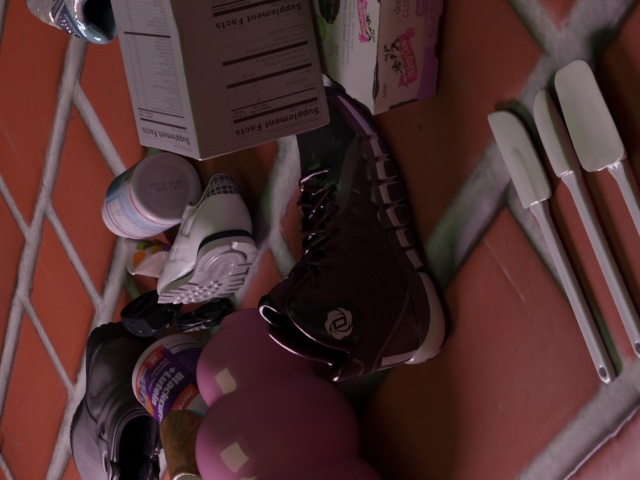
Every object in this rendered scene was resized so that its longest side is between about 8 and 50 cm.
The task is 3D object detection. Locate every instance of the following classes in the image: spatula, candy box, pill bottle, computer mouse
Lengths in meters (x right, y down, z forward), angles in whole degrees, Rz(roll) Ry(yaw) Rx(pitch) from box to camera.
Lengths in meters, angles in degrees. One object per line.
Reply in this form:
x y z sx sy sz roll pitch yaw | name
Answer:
0.212 -0.009 1.237 0.168 0.019 0.242 -29 82 62 | spatula
0.024 -0.230 1.381 0.196 0.070 0.165 45 143 41 | candy box
-0.209 -0.049 1.914 0.160 0.087 0.087 -21 89 64 | pill bottle
-0.177 0.097 1.987 0.242 0.071 0.041 1 126 57 | computer mouse
-0.140 0.202 1.929 0.193 0.108 0.108 36 138 47 | pill bottle

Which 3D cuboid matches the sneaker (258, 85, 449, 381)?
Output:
0.000 0.000 1.475 0.281 0.162 0.106 67 153 7 | sneaker

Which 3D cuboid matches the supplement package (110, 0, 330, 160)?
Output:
-0.098 -0.208 1.397 0.139 0.134 0.244 19 122 59 | supplement package

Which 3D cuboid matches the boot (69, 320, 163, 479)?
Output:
-0.274 0.298 2.161 0.223 0.118 0.338 -110 17 -48 | boot

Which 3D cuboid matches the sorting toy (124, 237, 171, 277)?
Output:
-0.207 0.016 1.976 0.075 0.083 0.045 36 108 49 | sorting toy

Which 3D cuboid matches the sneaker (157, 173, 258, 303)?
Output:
-0.134 0.008 1.836 0.235 0.090 0.095 -43 57 57 | sneaker

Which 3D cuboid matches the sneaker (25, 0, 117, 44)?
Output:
-0.261 -0.349 1.829 0.122 0.110 0.283 36 143 22 | sneaker

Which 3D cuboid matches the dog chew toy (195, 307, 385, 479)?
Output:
-0.038 0.233 1.679 0.206 0.206 0.332 -42 62 61 | dog chew toy

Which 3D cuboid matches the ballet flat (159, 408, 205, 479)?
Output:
-0.083 0.346 1.789 0.342 0.124 0.116 51 137 -4 | ballet flat
